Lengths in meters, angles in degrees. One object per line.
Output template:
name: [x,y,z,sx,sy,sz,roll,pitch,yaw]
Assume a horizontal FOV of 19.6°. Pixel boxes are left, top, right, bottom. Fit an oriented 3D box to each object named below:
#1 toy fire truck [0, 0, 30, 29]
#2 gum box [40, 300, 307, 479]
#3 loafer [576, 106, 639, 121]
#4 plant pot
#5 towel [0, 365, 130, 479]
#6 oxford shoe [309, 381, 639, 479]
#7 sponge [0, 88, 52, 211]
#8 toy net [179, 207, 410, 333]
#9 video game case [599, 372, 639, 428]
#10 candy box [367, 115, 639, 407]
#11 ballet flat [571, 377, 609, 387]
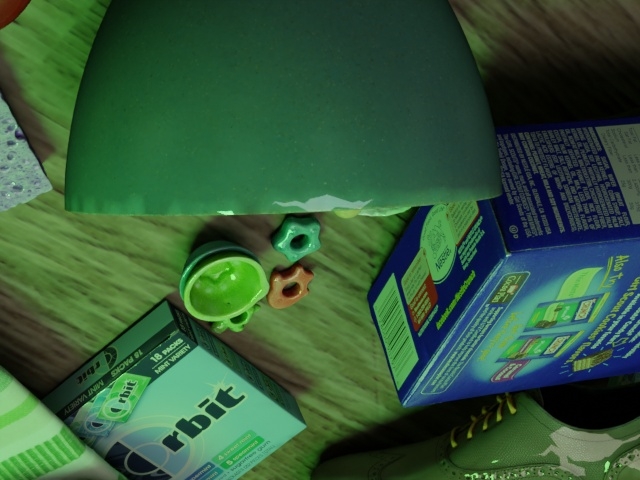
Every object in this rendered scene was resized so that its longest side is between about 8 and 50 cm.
toy fire truck: [-0.179,-0.231,1.133,0.246,0.158,0.217,13,122,-21]
gum box: [-0.127,0.150,1.547,0.157,0.041,0.184,-38,135,12]
loafer: [0.249,-0.077,1.521,0.148,0.056,0.050,-3,159,-25]
plant pot: [-0.028,-0.122,1.225,0.290,0.290,0.195,-4,95,-22]
towel: [-0.287,0.214,1.503,0.247,0.038,0.325,-26,135,14]
oxford shoe: [0.158,0.182,1.637,0.363,0.130,0.133,-8,114,6]
sponge: [-0.277,-0.088,1.273,0.117,0.031,0.210,-25,135,-3]
toy net: [0.000,0.000,1.473,0.232,0.045,0.122,-30,135,2]
video game case: [0.305,0.126,1.710,0.122,0.011,0.087,-2,109,-45]
candy box: [0.231,0.012,1.485,0.317,0.122,0.268,-5,152,-20]
ballet flat: [0.238,0.127,1.690,0.084,0.058,0.250,-37,134,9]
